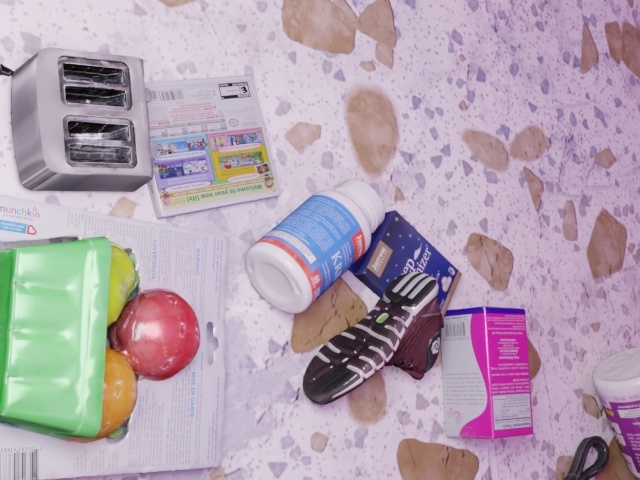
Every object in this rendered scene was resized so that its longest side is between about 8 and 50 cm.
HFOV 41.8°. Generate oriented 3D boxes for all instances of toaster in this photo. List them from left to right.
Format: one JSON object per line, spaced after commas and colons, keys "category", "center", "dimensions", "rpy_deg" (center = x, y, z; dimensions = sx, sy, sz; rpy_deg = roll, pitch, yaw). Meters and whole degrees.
{"category": "toaster", "center": [-0.310, -0.153, 1.082], "dimensions": [0.185, 0.110, 0.168], "rpy_deg": [-1, 81, -37]}

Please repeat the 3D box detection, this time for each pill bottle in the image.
{"category": "pill bottle", "center": [0.000, 0.000, 1.278], "dimensions": [0.221, 0.124, 0.124], "rpy_deg": [-43, 107, -34]}
{"category": "pill bottle", "center": [0.680, 0.380, 1.694], "dimensions": [0.169, 0.169, 0.302], "rpy_deg": [-30, 100, -37]}

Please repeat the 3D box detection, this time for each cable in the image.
{"category": "cable", "center": [0.468, 0.481, 1.605], "dimensions": [0.139, 0.072, 0.287], "rpy_deg": [38, 47, -7]}

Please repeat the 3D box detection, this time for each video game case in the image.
{"category": "video game case", "center": [-0.169, -0.143, 1.242], "dimensions": [0.212, 0.023, 0.193], "rpy_deg": [-13, 90, -39]}

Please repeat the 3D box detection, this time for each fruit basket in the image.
{"category": "fruit basket", "center": [-0.264, 0.129, 1.066], "dimensions": [0.353, 0.165, 0.327], "rpy_deg": [13, 74, -51]}

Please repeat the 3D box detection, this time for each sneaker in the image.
{"category": "sneaker", "center": [0.108, 0.194, 1.339], "dimensions": [0.281, 0.106, 0.162], "rpy_deg": [-41, 127, -18]}

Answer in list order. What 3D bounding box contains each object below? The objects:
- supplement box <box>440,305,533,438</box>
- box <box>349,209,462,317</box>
{"category": "supplement box", "center": [0.287, 0.230, 1.461], "dimensions": [0.114, 0.111, 0.220], "rpy_deg": [7, 78, -37]}
{"category": "box", "center": [0.141, 0.047, 1.433], "dimensions": [0.225, 0.036, 0.136], "rpy_deg": [41, 60, -23]}
